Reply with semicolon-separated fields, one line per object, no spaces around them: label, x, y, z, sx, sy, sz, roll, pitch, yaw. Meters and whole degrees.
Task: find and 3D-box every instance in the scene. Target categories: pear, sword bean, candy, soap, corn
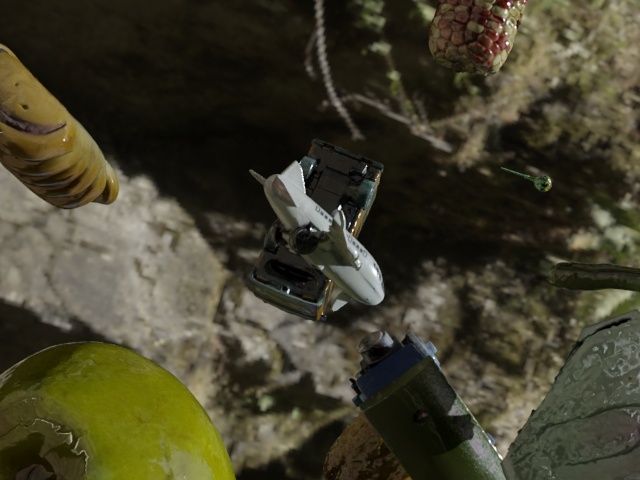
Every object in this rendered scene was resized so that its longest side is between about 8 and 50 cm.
pear;-0.184;0.212;1.028;0.307;0.253;0.252;73;29;-76
sword bean;0.391;0.053;1.453;0.043;0.269;0.038;-62;152;-45
candy;0.312;-0.095;1.964;0.023;0.083;0.025;-85;-167;-56
soap;0.366;0.315;1.451;0.261;0.156;0.446;-21;-105;16
corn;0.194;-0.324;1.419;0.098;0.098;0.289;13;-93;63

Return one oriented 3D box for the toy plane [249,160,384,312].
toy plane;0.000;0.000;1.199;0.065;0.171;0.162;-38;-161;-13

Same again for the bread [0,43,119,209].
bread;-0.268;-0.095;1.216;0.081;0.134;0.225;-43;163;-8

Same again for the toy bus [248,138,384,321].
toy bus;-0.007;-0.005;1.396;0.103;0.091;0.182;98;16;-66

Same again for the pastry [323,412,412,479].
pastry;0.116;0.311;1.969;0.235;0.132;0.240;-35;165;-37

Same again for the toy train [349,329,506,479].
toy train;0.154;0.253;1.673;0.131;0.299;0.202;-37;-163;-2
